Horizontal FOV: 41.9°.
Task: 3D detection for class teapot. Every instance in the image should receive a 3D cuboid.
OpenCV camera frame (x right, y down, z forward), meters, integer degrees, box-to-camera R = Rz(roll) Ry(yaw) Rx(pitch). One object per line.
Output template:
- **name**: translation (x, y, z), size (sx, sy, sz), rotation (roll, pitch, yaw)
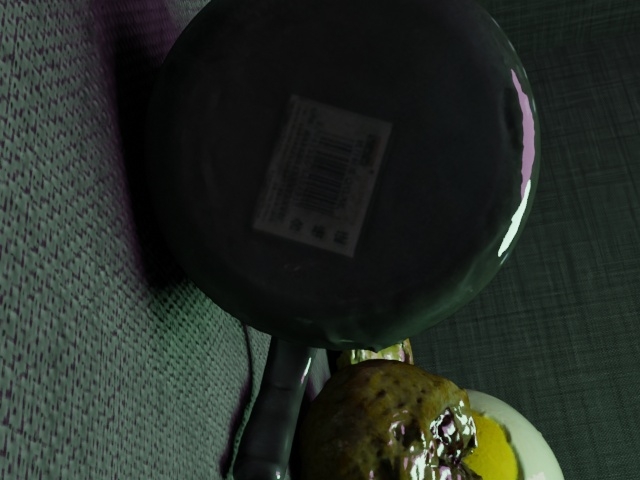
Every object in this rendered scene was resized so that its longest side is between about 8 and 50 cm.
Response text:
- **teapot**: translation (0.022, -0.010, 0.579), size (0.285, 0.223, 0.305), rotation (52, 25, -89)

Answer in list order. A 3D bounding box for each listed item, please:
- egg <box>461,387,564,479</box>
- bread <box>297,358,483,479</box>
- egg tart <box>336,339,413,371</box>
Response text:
- **egg**: translation (0.204, 0.357, 1.205), size (0.345, 0.283, 0.283), rotation (-92, 170, -68)
- **bread**: translation (0.078, 0.220, 0.807), size (0.230, 0.123, 0.230), rotation (32, 50, -48)
- **egg tart**: translation (0.074, 0.165, 1.155), size (0.241, 0.106, 0.241), rotation (-10, 90, -86)
